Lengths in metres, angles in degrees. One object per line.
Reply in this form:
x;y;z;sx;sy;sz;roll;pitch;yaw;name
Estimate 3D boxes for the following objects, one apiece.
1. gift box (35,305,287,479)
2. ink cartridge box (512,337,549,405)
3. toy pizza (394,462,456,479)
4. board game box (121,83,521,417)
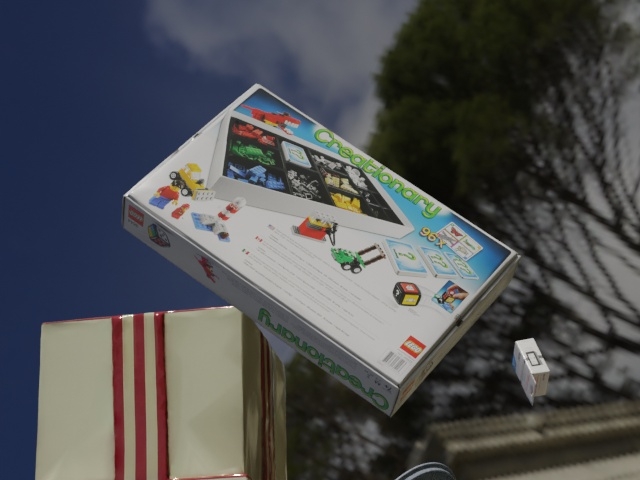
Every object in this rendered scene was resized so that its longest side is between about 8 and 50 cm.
-0.173;0.224;1.611;0.276;0.255;0.258;52;-147;-64;gift box
0.292;0.181;2.147;0.028;0.083;0.048;-8;-48;-11;ink cartridge box
0.075;0.319;1.632;0.201;0.032;0.201;-30;-47;-38;toy pizza
0.000;0.000;1.398;0.193;0.305;0.053;-44;-21;-34;board game box
